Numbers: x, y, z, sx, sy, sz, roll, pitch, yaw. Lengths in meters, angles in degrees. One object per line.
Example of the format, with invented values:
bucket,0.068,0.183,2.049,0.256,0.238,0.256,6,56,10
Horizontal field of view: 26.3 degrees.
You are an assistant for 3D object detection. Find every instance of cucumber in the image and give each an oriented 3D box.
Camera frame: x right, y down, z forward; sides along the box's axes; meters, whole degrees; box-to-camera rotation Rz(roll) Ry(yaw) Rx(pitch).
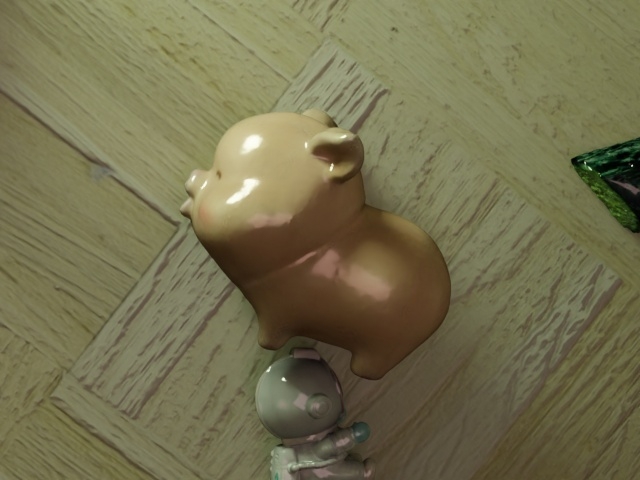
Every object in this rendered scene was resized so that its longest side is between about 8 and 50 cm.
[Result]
cucumber,0.416,-0.072,1.670,0.193,0.086,0.115,-16,96,-14

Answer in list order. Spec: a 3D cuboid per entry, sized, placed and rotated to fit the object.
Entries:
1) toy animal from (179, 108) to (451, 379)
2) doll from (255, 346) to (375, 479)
toy animal,0.000,0.000,1.532,0.326,0.237,0.269,19,97,-8
doll,-0.006,0.266,1.604,0.151,0.151,0.287,-13,94,-8
